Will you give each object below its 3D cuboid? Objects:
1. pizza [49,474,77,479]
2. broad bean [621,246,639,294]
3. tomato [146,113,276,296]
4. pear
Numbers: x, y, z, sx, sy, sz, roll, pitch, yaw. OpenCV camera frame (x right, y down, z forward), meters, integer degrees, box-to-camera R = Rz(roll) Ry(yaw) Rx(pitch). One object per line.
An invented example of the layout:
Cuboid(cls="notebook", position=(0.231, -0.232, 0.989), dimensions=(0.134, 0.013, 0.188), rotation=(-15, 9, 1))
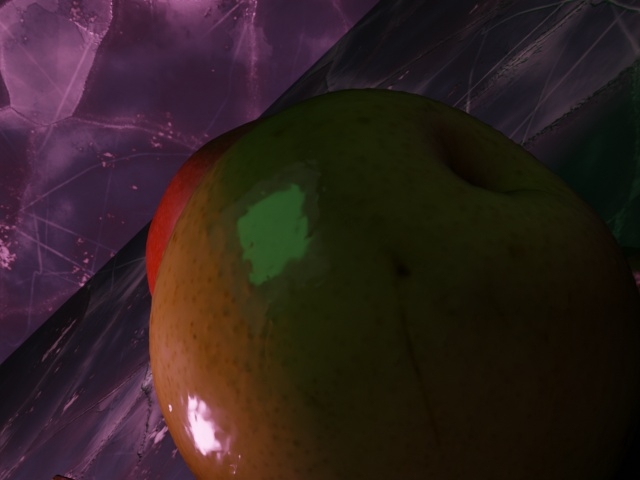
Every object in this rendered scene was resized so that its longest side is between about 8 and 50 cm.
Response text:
Cuboid(cls="pizza", position=(-0.329, 0.485, 1.253), dimensions=(0.406, 0.130, 0.440), rotation=(-48, 26, 3))
Cuboid(cls="broad bean", position=(0.240, 0.025, 0.956), dimensions=(0.065, 0.046, 0.254), rotation=(-48, 15, -25))
Cuboid(cls="tomato", position=(0.000, 0.000, 1.117), dimensions=(0.341, 0.273, 0.341), rotation=(-36, -17, -13))
Cuboid(cls="pear", position=(0.051, 0.072, 0.797), dimensions=(0.348, 0.348, 0.348), rotation=(-44, 16, 16))
